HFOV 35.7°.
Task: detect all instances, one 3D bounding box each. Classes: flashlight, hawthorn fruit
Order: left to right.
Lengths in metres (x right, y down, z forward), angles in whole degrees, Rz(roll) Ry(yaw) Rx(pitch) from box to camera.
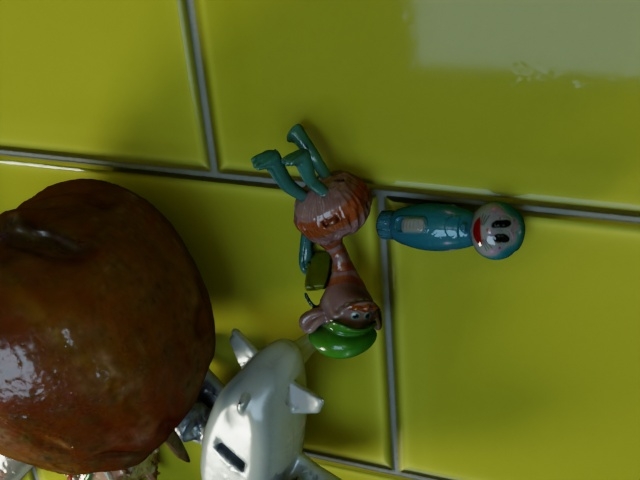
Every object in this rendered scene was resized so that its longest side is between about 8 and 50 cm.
[{"bbox_3d":[-0.215,0.102,0.942,0.277,0.277,0.298,-32,104,36],"label":"hawthorn fruit"},{"bbox_3d":[0.111,-0.010,0.856,0.129,0.051,0.051,2,120,30],"label":"flashlight"}]

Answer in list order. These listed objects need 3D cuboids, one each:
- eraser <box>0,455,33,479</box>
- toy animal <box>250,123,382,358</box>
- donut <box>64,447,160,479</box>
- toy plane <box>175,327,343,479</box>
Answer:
[{"bbox_3d":[-0.366,0.230,1.212,0.089,0.061,0.352,44,127,-4],"label":"eraser"},{"bbox_3d":[0.000,0.000,0.891,0.103,0.100,0.208,22,136,55],"label":"toy animal"},{"bbox_3d":[-0.216,0.322,1.184,0.199,0.085,0.233,-33,100,37],"label":"donut"},{"bbox_3d":[-0.057,0.191,1.017,0.245,0.117,0.244,21,125,33],"label":"toy plane"}]
